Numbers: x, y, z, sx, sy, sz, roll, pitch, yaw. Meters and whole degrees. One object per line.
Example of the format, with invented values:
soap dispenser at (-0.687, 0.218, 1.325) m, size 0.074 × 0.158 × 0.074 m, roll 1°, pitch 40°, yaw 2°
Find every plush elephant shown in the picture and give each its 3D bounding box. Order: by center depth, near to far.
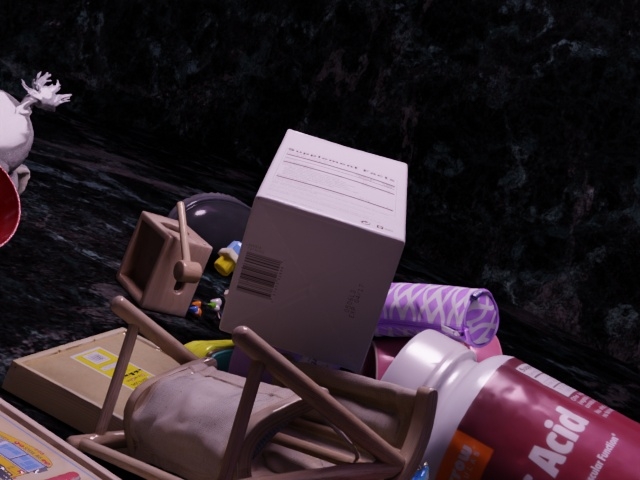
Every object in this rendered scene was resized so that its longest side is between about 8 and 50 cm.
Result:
plush elephant at (-0.599, -0.157, 1.634) m, size 0.330 × 0.255 × 0.272 m, roll -34°, pitch 97°, yaw -42°

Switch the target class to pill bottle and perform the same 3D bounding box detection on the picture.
pill bottle at (0.259, 0.279, 1.219) m, size 0.392 × 0.224 × 0.224 m, roll 27°, pitch 10°, yaw 25°

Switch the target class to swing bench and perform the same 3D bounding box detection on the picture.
swing bench at (-0.069, 0.178, 0.983) m, size 0.255 × 0.165 × 0.253 m, roll 24°, pitch -12°, yaw -36°

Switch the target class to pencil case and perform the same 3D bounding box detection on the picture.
pencil case at (0.153, 0.107, 1.399) m, size 0.206 × 0.088 × 0.086 m, roll 1°, pitch -54°, yaw 47°

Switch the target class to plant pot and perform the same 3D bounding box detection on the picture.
plant pot at (0.157, 0.220, 1.470) m, size 0.180 × 0.201 × 0.201 m, roll 7°, pitch 11°, yaw -7°

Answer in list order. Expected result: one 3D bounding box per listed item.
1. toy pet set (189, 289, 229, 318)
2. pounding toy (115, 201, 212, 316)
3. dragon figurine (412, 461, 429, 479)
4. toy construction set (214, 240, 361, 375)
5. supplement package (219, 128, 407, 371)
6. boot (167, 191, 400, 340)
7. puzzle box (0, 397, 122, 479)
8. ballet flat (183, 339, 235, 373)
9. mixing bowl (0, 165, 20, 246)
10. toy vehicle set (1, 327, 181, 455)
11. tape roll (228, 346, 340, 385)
toy pet set at (-0.149, 0.122, 1.668) m, size 0.122 × 0.065 × 0.114 m, roll -11°, pitch 8°, yaw 1°
pounding toy at (-0.224, 0.029, 1.597) m, size 0.094 × 0.181 × 0.206 m, roll 17°, pitch 11°, yaw -36°
dragon figurine at (0.044, 0.277, 1.120) m, size 0.144 × 0.085 × 0.289 m, roll 13°, pitch 9°, yaw -40°
toy construction set at (-0.016, 0.126, 1.569) m, size 0.215 × 0.151 × 0.327 m, roll 22°, pitch -18°, yaw 38°
supplement package at (0.000, 0.000, 1.230) m, size 0.175 × 0.177 × 0.293 m, roll 17°, pitch 21°, yaw -1°
boot at (-0.056, 0.075, 1.946) m, size 0.367 × 0.146 × 0.445 m, roll 12°, pitch 19°, yaw -44°
puzzle box at (-0.308, 0.201, 0.809) m, size 0.409 × 0.052 × 0.272 m, roll 27°, pitch 9°, yaw 21°
ballet flat at (-0.115, 0.169, 1.427) m, size 0.077 × 0.077 × 0.231 m, roll 13°, pitch 3°, yaw 37°
mixing bowl at (-0.530, -0.040, 1.398) m, size 0.181 × 0.098 × 0.181 m, roll 24°, pitch 49°, yaw -31°
toy vehicle set at (-0.236, 0.173, 1.193) m, size 0.166 × 0.035 × 0.267 m, roll 25°, pitch 9°, yaw 13°
tape roll at (-0.037, 0.149, 1.343) m, size 0.080 × 0.189 × 0.189 m, roll 28°, pitch 10°, yaw 24°
